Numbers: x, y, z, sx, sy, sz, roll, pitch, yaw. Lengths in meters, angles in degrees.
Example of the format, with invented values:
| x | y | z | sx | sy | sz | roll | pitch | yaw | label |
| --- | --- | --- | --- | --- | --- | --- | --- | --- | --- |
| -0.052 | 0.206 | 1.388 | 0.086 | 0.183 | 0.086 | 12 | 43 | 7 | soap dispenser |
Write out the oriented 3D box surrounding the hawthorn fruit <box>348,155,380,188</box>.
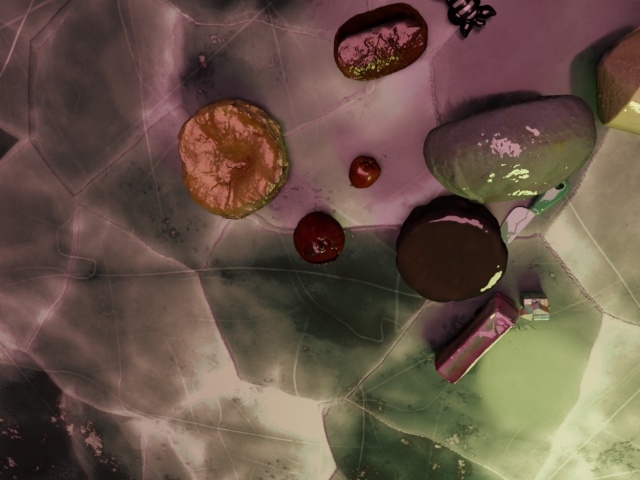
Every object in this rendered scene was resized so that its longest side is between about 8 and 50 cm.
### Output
| x | y | z | sx | sy | sz | roll | pitch | yaw | label |
| --- | --- | --- | --- | --- | --- | --- | --- | --- | --- |
| 0.112 | -0.175 | 1.310 | 0.081 | 0.081 | 0.093 | 28 | 141 | 2 | hawthorn fruit |

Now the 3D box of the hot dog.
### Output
| x | y | z | sx | sy | sz | roll | pitch | yaw | label |
| --- | --- | --- | --- | --- | --- | --- | --- | --- | --- |
| 0.144 | -0.475 | 1.186 | 0.227 | 0.099 | 0.160 | -9 | 106 | 13 | hot dog |

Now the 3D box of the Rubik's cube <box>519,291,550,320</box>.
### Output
| x | y | z | sx | sy | sz | roll | pitch | yaw | label |
| --- | --- | --- | --- | --- | --- | --- | --- | --- | --- |
| 0.574 | 0.182 | 1.325 | 0.075 | 0.084 | 0.073 | 0 | 104 | 29 | Rubik's cube |

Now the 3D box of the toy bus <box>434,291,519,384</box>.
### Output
| x | y | z | sx | sy | sz | roll | pitch | yaw | label |
| --- | --- | --- | --- | --- | --- | --- | --- | --- | --- |
| 0.433 | 0.275 | 1.372 | 0.090 | 0.112 | 0.274 | 38 | 112 | 6 | toy bus |

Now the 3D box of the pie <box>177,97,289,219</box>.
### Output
| x | y | z | sx | sy | sz | roll | pitch | yaw | label |
| --- | --- | --- | --- | --- | --- | --- | --- | --- | --- |
| -0.247 | -0.220 | 1.361 | 0.340 | 0.083 | 0.339 | 4 | 109 | 13 | pie |

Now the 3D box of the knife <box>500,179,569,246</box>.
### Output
| x | y | z | sx | sy | sz | roll | pitch | yaw | label |
| --- | --- | --- | --- | --- | --- | --- | --- | --- | --- |
| 0.530 | -0.065 | 1.280 | 0.063 | 0.034 | 0.260 | 40 | 115 | 1 | knife |

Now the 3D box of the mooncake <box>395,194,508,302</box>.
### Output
| x | y | z | sx | sy | sz | roll | pitch | yaw | label |
| --- | --- | --- | --- | --- | --- | --- | --- | --- | --- |
| 0.338 | 0.022 | 1.289 | 0.283 | 0.141 | 0.283 | 7 | 118 | 14 | mooncake |

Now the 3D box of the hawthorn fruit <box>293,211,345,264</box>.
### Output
| x | y | z | sx | sy | sz | roll | pitch | yaw | label |
| --- | --- | --- | --- | --- | --- | --- | --- | --- | --- |
| 0.000 | 0.000 | 1.336 | 0.148 | 0.172 | 0.148 | -2 | 101 | -11 | hawthorn fruit |

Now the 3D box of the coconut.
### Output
| x | y | z | sx | sy | sz | roll | pitch | yaw | label |
| --- | --- | --- | --- | --- | --- | --- | --- | --- | --- |
| 0.712 | -0.343 | 1.044 | 0.244 | 0.239 | 0.239 | 20 | 111 | 4 | coconut |

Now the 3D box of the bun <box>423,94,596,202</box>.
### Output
| x | y | z | sx | sy | sz | roll | pitch | yaw | label |
| --- | --- | --- | --- | --- | --- | --- | --- | --- | --- |
| 0.407 | -0.196 | 1.099 | 0.362 | 0.362 | 0.211 | -9 | 103 | 15 | bun |

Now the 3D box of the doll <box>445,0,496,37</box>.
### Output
| x | y | z | sx | sy | sz | roll | pitch | yaw | label |
| --- | --- | --- | --- | --- | --- | --- | --- | --- | --- |
| 0.308 | -0.571 | 1.139 | 0.091 | 0.067 | 0.219 | -37 | 92 | 23 | doll |
